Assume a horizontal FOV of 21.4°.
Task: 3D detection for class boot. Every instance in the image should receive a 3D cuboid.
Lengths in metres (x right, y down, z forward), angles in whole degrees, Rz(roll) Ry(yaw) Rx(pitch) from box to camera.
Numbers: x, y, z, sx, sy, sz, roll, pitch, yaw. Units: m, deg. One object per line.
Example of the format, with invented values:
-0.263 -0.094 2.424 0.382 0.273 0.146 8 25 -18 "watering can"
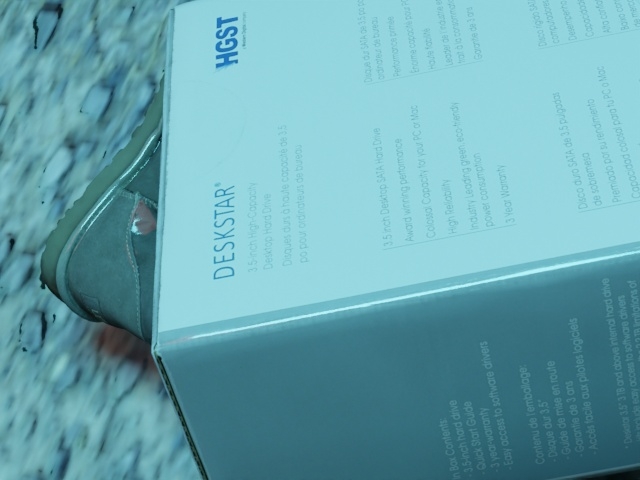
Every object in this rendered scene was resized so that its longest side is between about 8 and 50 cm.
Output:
0.002 0.000 0.662 0.208 0.076 0.189 27 82 46 "boot"

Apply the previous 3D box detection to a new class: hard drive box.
0.070 -0.018 0.540 0.232 0.089 0.181 -10 39 6 "hard drive box"
